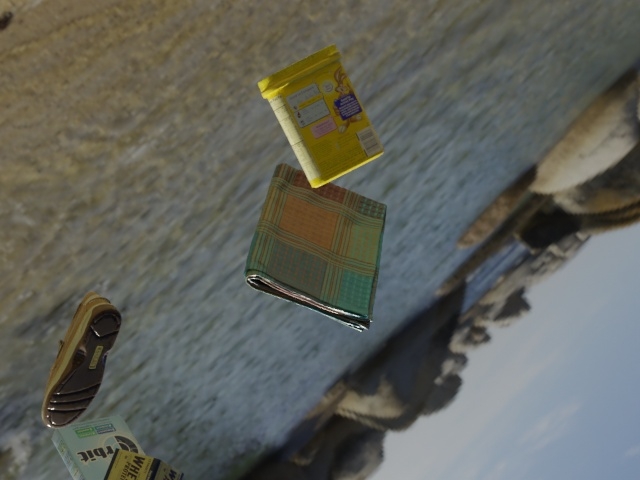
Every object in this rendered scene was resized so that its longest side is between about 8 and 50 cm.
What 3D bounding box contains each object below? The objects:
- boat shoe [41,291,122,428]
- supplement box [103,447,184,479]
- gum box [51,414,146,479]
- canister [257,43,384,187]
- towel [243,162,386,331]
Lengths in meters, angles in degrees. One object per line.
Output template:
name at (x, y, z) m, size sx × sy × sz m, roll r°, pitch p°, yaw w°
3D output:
boat shoe at (-0.324, 0.157, 1.326) m, size 0.068 × 0.072 × 0.190 m, roll 19°, pitch 104°, yaw -46°
supplement box at (-0.270, 0.364, 1.528) m, size 0.083 × 0.083 × 0.056 m, roll 51°, pitch 52°, yaw -54°
gum box at (-0.444, 0.451, 2.060) m, size 0.157 × 0.184 × 0.041 m, roll -4°, pitch 131°, yaw -44°
canister at (0.003, -0.175, 1.422) m, size 0.126 × 0.170 × 0.073 m, roll -26°, pitch -175°, yaw 2°
towel at (0.000, 0.000, 2.044) m, size 0.370 × 0.271 × 0.040 m, roll -77°, pitch -167°, yaw -48°
